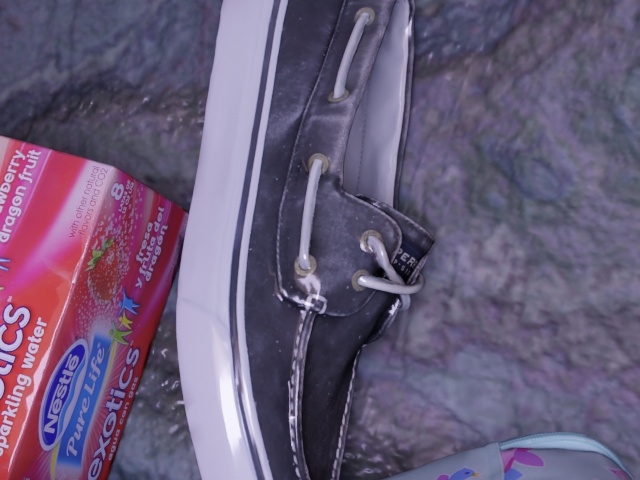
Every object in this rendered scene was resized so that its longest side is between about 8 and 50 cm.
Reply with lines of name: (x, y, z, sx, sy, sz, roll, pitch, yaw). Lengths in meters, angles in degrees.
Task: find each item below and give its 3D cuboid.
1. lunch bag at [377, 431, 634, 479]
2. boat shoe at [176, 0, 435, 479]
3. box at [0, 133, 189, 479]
lunch bag: (0.049, 0.232, 0.782, 0.279, 0.108, 0.224, -22, 103, 11)
boat shoe: (0.000, 0.000, 0.874, 0.119, 0.121, 0.335, -4, 73, 19)
box: (-0.185, 0.076, 0.913, 0.128, 0.122, 0.257, 16, 83, 20)
